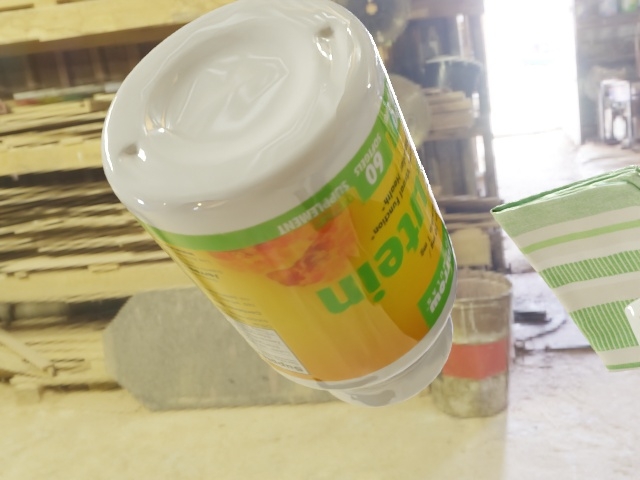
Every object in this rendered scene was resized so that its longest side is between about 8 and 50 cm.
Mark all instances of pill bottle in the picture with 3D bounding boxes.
[{"bbox_3d":[0.000,0.000,0.438,0.136,0.246,0.136,-12,52,16],"label":"pill bottle"}]

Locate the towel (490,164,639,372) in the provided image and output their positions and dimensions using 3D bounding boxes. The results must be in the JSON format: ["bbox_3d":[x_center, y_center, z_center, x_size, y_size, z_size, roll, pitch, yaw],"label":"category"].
[{"bbox_3d":[0.414,0.054,1.071,0.248,0.325,0.038,-19,26,53],"label":"towel"}]

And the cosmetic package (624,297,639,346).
[{"bbox_3d":[0.473,0.208,0.665,0.161,0.453,0.230,21,-48,-35],"label":"cosmetic package"}]
